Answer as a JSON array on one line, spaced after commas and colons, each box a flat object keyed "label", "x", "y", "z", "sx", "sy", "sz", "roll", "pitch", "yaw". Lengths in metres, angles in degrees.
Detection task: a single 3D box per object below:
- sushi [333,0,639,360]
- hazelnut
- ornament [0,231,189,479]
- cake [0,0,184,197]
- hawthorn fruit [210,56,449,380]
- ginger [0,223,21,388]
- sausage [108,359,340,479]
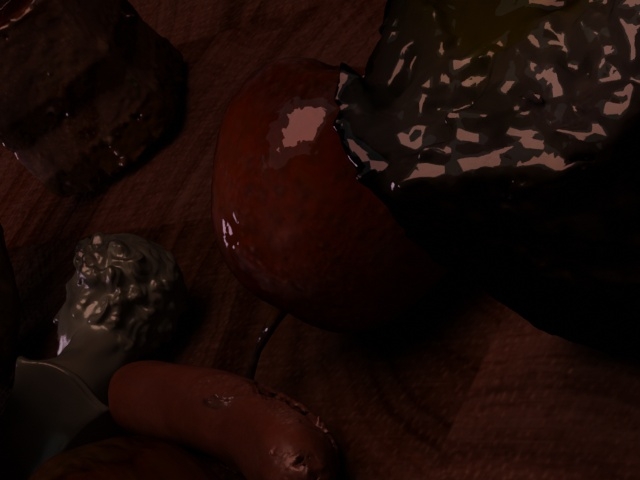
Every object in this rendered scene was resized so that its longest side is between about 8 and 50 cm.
[{"label": "sushi", "x": 0.204, "y": -0.090, "z": 1.109, "sx": 0.299, "sy": 0.294, "sz": 0.281, "roll": -23, "pitch": 47, "yaw": 31}, {"label": "hazelnut", "x": -0.153, "y": 0.248, "z": 1.245, "sx": 0.210, "sy": 0.186, "sz": 0.210, "roll": -27, "pitch": 17, "yaw": 9}, {"label": "ornament", "x": -0.220, "y": 0.118, "z": 1.564, "sx": 0.130, "sy": 0.120, "sz": 0.285, "roll": 17, "pitch": 61, "yaw": 9}, {"label": "cake", "x": -0.321, "y": -0.226, "z": 1.967, "sx": 0.196, "sy": 0.293, "sz": 0.199, "roll": -32, "pitch": 27, "yaw": 21}, {"label": "hawthorn fruit", "x": 0.023, "y": -0.033, "z": 1.354, "sx": 0.231, "sy": 0.235, "sz": 0.263, "roll": -4, "pitch": 72, "yaw": 8}, {"label": "ginger", "x": -0.399, "y": -0.010, "z": 1.835, "sx": 0.166, "sy": 0.236, "sz": 0.376, "roll": -8, "pitch": 55, "yaw": 11}, {"label": "sausage", "x": -0.077, "y": 0.155, "z": 1.378, "sx": 0.087, "sy": 0.079, "sz": 0.326, "roll": -42, "pitch": 27, "yaw": -23}]
